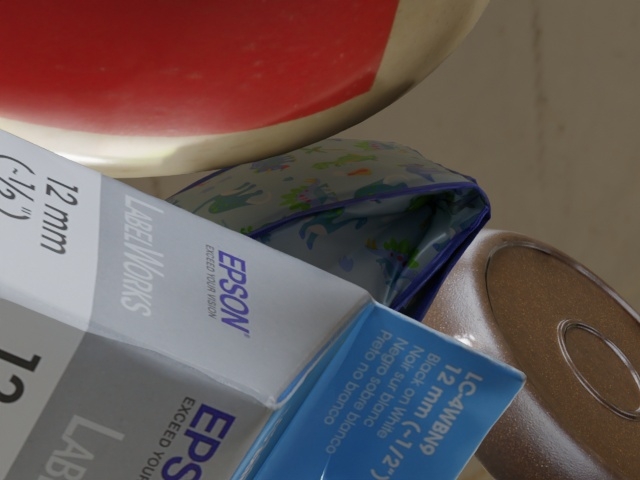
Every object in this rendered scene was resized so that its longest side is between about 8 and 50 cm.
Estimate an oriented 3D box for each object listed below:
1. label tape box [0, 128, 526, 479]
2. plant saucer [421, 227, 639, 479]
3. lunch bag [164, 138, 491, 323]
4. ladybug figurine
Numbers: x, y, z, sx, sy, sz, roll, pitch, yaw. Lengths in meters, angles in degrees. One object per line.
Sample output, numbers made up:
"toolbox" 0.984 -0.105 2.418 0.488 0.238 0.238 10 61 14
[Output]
"label tape box" -0.127 0.099 0.686 0.348 0.115 0.249 25 -66 -15
"plant saucer" 0.182 0.101 1.333 0.311 0.310 0.050 14 -50 -45
"lunch bag" 0.000 0.000 0.979 0.151 0.129 0.096 -29 -69 -9
"ladybug figurine" -0.104 -0.187 0.875 0.449 0.162 0.305 -4 -106 -20
